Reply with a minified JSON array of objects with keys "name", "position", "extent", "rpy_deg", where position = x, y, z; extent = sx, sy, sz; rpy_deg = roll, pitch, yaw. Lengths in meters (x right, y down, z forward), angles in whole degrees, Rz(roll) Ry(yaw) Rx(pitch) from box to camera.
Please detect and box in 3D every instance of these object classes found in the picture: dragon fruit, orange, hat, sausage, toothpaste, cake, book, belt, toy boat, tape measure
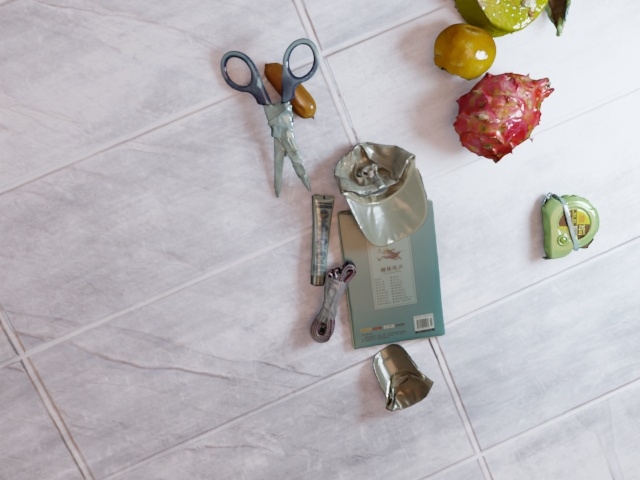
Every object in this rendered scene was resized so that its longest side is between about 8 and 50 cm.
[{"name":"dragon fruit","position":[0.458,-0.330,1.768],"extent":[0.268,0.210,0.205],"rpy_deg":[-35,145,1]},{"name":"orange","position":[0.358,-0.466,1.754],"extent":[0.154,0.155,0.134],"rpy_deg":[0,129,-8]},{"name":"hat","position":[0.147,-0.122,1.811],"extent":[0.214,0.149,0.245],"rpy_deg":[-23,123,-10]},{"name":"sausage","position":[-0.072,-0.375,1.757],"extent":[0.062,0.054,0.183],"rpy_deg":[-40,99,-7]},{"name":"toothpaste","position":[0.000,0.000,1.839],"extent":[0.062,0.039,0.239],"rpy_deg":[2,97,-12]},{"name":"cake","position":[0.427,-0.632,1.735],"extent":[0.179,0.156,0.260],"rpy_deg":[-42,101,-6]},{"name":"book","position":[0.192,0.092,1.884],"extent":[0.264,0.031,0.379],"rpy_deg":[-7,100,-7]},{"name":"hat","position":[0.222,0.368,1.925],"extent":[0.147,0.085,0.175],"rpy_deg":[-27,79,9]},{"name":"belt","position":[0.029,0.159,1.848],"extent":[0.071,0.053,0.232],"rpy_deg":[22,103,6]},{"name":"toy boat","position":[0.576,-0.667,1.773],"extent":[0.099,0.108,0.293],"rpy_deg":[-37,111,-33]},{"name":"tape measure","position":[0.667,-0.047,1.895],"extent":[0.154,0.087,0.178],"rpy_deg":[-7,99,6]}]

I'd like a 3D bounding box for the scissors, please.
[{"name":"scissors","position":[-0.104,-0.293,1.750],"extent":[0.256,0.029,0.384],"rpy_deg":[-3,109,17]}]
